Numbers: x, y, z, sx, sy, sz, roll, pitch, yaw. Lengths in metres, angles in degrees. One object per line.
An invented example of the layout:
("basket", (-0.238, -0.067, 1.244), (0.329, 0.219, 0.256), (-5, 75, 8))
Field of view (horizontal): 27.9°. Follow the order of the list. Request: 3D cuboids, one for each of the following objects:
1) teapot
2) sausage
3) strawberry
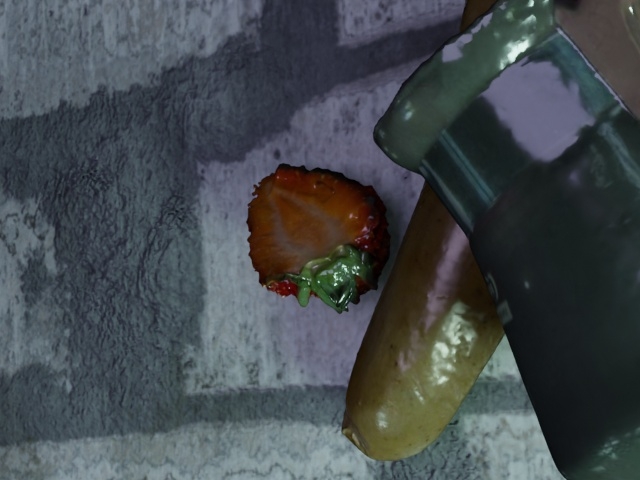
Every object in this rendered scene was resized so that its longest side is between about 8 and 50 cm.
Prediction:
("teapot", (0.231, -0.029, 0.896), (0.362, 0.305, 0.376), (53, 158, 12))
("sausage", (0.140, -0.029, 1.151), (0.136, 0.123, 0.501), (19, 99, 21))
("strawberry", (0.001, 0.002, 1.252), (0.192, 0.085, 0.140), (6, 61, 41))
